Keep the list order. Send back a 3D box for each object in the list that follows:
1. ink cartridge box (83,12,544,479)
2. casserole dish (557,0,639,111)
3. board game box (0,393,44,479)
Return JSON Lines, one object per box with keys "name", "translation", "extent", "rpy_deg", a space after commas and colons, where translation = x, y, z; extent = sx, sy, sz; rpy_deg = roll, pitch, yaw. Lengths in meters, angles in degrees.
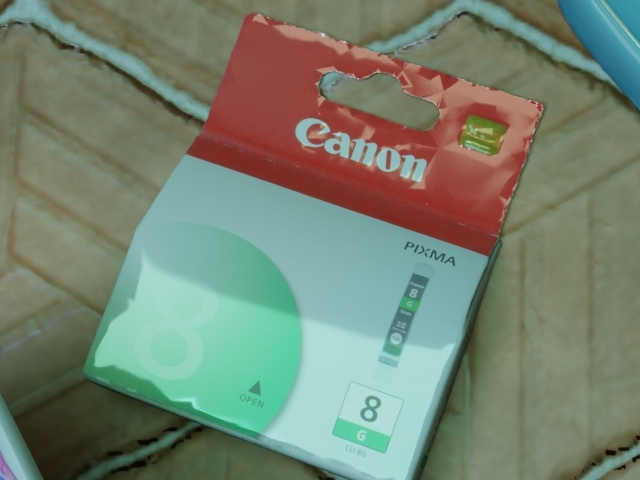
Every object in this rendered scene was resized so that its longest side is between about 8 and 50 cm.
{"name": "ink cartridge box", "translation": [0.000, 0.000, 0.899], "extent": [0.181, 0.056, 0.225], "rpy_deg": [19, 84, 10]}
{"name": "casserole dish", "translation": [0.208, -0.114, 0.902], "extent": [0.114, 0.037, 0.188], "rpy_deg": [-38, 79, -1]}
{"name": "board game box", "translation": [-0.225, 0.277, 0.753], "extent": [0.390, 0.050, 0.390], "rpy_deg": [-39, 70, 26]}
